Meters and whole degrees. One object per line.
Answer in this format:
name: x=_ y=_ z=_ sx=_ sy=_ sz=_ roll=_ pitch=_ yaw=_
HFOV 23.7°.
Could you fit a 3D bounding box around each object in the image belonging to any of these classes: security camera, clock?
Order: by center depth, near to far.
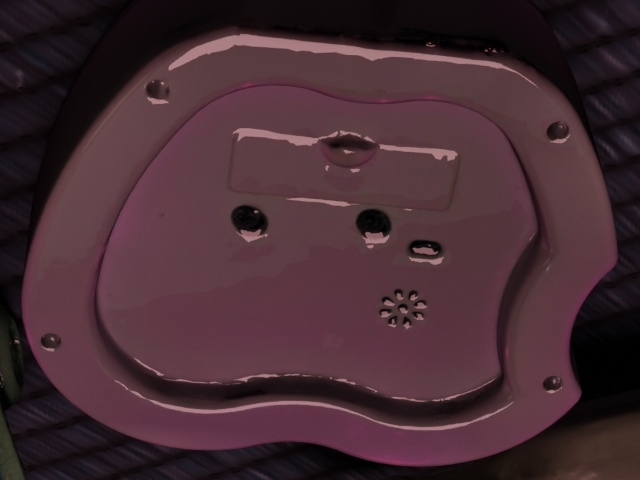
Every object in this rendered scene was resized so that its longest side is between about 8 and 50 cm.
clock: x=0.000 y=0.000 z=0.859 sx=0.339 sy=0.102 sz=0.338 roll=-1 pitch=125 yaw=-2
security camera: x=0.119 y=0.157 z=0.996 sx=0.302 sy=0.080 sz=0.157 roll=-13 pitch=175 yaw=-11

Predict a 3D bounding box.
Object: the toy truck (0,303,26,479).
toy truck: x=-0.257 y=0.055 z=0.853 sx=0.155 sy=0.156 sz=0.278 roll=-7 pitch=131 yaw=-3
